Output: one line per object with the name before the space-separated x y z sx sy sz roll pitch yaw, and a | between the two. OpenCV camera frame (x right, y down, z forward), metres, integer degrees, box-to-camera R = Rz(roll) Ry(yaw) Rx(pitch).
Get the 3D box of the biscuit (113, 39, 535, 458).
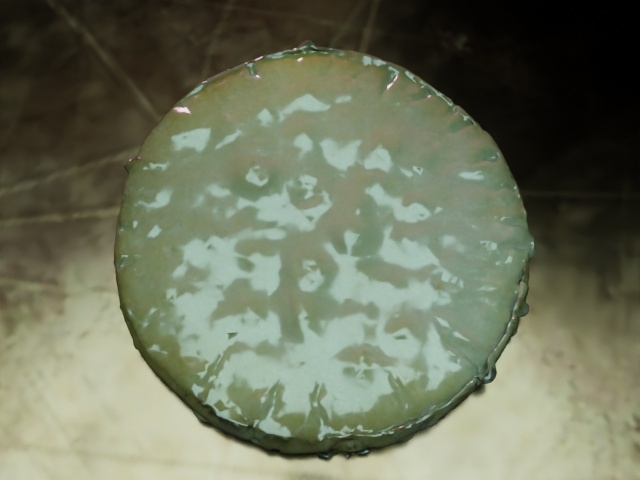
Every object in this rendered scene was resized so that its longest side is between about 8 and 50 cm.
biscuit | 0.000 0.000 0.383 0.152 0.020 0.152 0 70 -1
